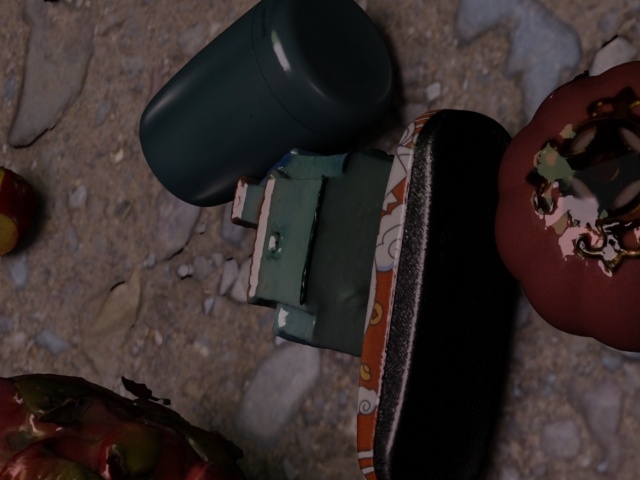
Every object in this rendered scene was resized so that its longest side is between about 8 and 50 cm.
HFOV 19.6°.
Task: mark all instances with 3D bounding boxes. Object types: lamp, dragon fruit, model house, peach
[{"bbox_3d":[0.197,-0.018,1.126,0.182,0.140,0.182,-8,70,23],"label":"lamp"},{"bbox_3d":[-0.152,0.257,1.272,0.263,0.314,0.296,25,99,38],"label":"dragon fruit"},{"bbox_3d":[0.000,0.000,1.322,0.149,0.119,0.148,14,93,53],"label":"model house"},{"bbox_3d":[-0.280,-0.020,1.613,0.083,0.050,0.077,-58,26,5],"label":"peach"}]

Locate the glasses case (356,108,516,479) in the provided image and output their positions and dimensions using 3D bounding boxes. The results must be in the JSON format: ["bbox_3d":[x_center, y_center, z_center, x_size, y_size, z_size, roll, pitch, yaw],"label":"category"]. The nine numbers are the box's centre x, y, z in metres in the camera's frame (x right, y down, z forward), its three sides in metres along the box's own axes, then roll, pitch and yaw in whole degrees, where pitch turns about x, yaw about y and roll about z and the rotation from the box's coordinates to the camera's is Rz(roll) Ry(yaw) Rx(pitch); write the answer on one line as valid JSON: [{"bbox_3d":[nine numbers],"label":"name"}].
[{"bbox_3d":[0.080,0.045,1.235,0.067,0.103,0.266,3,83,42],"label":"glasses case"}]

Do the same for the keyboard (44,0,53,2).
[{"bbox_3d":[-0.179,-0.300,1.597,0.231,0.023,0.072,-39,55,30],"label":"keyboard"}]

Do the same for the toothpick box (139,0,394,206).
[{"bbox_3d":[-0.046,-0.101,1.370,0.184,0.120,0.120,-31,62,37],"label":"toothpick box"}]
